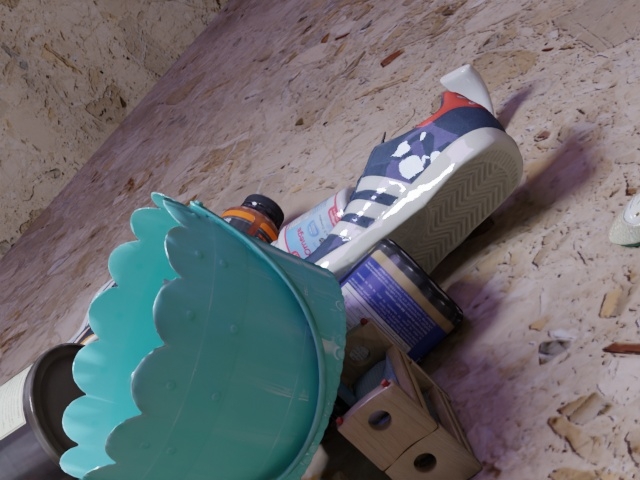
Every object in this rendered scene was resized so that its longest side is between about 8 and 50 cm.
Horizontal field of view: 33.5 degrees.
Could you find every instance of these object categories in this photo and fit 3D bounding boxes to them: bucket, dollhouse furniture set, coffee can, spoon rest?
[{"bbox_3d":[-0.110,0.113,0.986,0.281,0.183,0.281,-50,30,44],"label":"bucket"},{"bbox_3d":[0.025,0.194,0.984,0.183,0.129,0.129,-41,21,9],"label":"dollhouse furniture set"},{"bbox_3d":[-0.405,0.293,1.489,0.275,0.201,0.202,-33,24,28],"label":"coffee can"},{"bbox_3d":[0.171,-0.089,1.340,0.137,0.084,0.276,-21,45,49],"label":"spoon rest"}]

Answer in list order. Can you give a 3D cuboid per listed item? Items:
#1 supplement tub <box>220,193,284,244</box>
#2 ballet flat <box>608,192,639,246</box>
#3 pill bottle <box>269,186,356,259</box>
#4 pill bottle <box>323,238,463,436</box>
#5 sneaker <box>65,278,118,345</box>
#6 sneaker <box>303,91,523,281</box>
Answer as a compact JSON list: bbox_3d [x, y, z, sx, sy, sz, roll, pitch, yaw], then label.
[{"bbox_3d":[-0.128,0.021,1.618,0.106,0.106,0.198,-18,33,49],"label":"supplement tub"},{"bbox_3d":[0.325,-0.038,0.969,0.168,0.052,0.057,-19,33,49],"label":"ballet flat"},{"bbox_3d":[0.000,0.000,1.446,0.160,0.087,0.087,-33,24,30],"label":"pill bottle"},{"bbox_3d":[0.034,0.112,1.128,0.219,0.123,0.123,-44,21,2],"label":"pill bottle"},{"bbox_3d":[-0.322,0.160,1.694,0.127,0.126,0.321,-11,31,36],"label":"sneaker"},{"bbox_3d":[0.073,-0.030,1.236,0.350,0.131,0.148,-40,44,19],"label":"sneaker"}]
